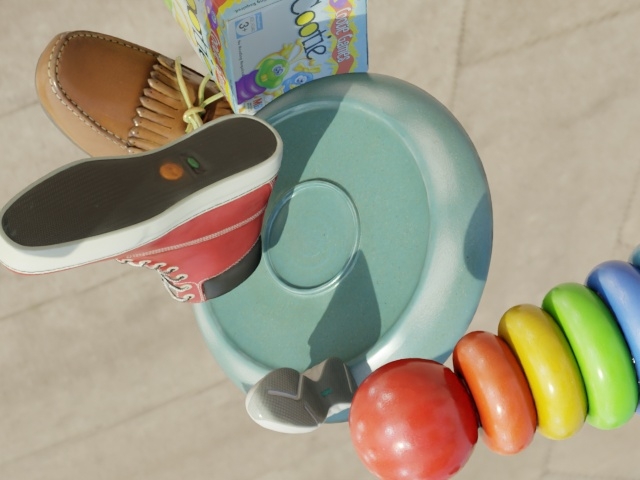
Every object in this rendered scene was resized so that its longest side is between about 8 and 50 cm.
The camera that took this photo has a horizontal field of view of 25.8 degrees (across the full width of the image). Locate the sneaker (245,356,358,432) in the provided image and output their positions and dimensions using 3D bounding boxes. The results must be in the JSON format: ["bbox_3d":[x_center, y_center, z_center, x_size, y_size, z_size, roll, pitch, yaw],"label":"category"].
[{"bbox_3d":[-0.023,0.131,1.102,0.061,0.053,0.152,-31,168,22],"label":"sneaker"}]

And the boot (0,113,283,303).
[{"bbox_3d":[-0.145,0.010,1.124,0.244,0.088,0.176,-21,145,-28],"label":"boot"}]

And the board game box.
[{"bbox_3d":[-0.080,-0.274,1.352,0.142,0.275,0.144,-24,147,-14],"label":"board game box"}]

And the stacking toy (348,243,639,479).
[{"bbox_3d":[0.177,0.084,0.967,0.330,0.141,0.141,-21,148,-4],"label":"stacking toy"}]

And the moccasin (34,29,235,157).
[{"bbox_3d":[-0.108,-0.098,1.409,0.380,0.139,0.147,33,155,-22],"label":"moccasin"}]

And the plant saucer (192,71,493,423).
[{"bbox_3d":[0.000,0.000,1.227,0.317,0.317,0.044,-41,149,20],"label":"plant saucer"}]
